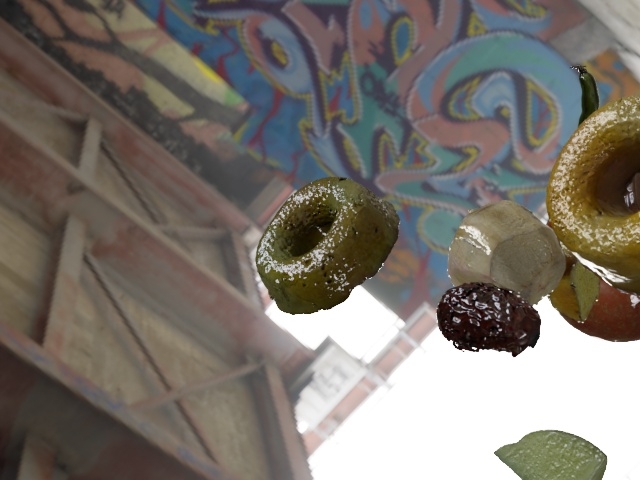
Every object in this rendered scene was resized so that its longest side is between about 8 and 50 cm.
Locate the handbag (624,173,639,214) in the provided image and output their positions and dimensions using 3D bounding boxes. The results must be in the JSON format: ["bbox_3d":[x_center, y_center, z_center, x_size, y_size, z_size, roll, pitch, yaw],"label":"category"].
[{"bbox_3d":[0.508,-0.072,1.541,0.151,0.072,0.193,32,-133,-20],"label":"handbag"}]

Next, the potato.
[{"bbox_3d":[0.367,0.337,1.545,0.149,0.120,0.081,41,-170,32],"label":"potato"}]

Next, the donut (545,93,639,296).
[{"bbox_3d":[0.424,-0.073,1.332,0.108,0.277,0.277,20,-158,-45],"label":"donut"}]

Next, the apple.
[{"bbox_3d":[0.652,0.053,2.212,0.348,0.348,0.277,47,160,26],"label":"apple"}]

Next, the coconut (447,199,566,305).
[{"bbox_3d":[0.299,0.024,1.648,0.194,0.194,0.194,41,-172,-8],"label":"coconut"}]

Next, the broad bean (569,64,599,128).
[{"bbox_3d":[0.548,-0.252,2.074,0.039,0.227,0.069,-11,-164,-42],"label":"broad bean"}]

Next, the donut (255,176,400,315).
[{"bbox_3d":[0.000,0.000,1.709,0.107,0.272,0.272,49,-176,-31],"label":"donut"}]

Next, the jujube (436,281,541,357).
[{"bbox_3d":[0.232,0.104,1.359,0.166,0.104,0.104,6,158,47],"label":"jujube"}]

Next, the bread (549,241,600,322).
[{"bbox_3d":[0.442,0.060,1.735,0.065,0.103,0.187,22,156,32],"label":"bread"}]
